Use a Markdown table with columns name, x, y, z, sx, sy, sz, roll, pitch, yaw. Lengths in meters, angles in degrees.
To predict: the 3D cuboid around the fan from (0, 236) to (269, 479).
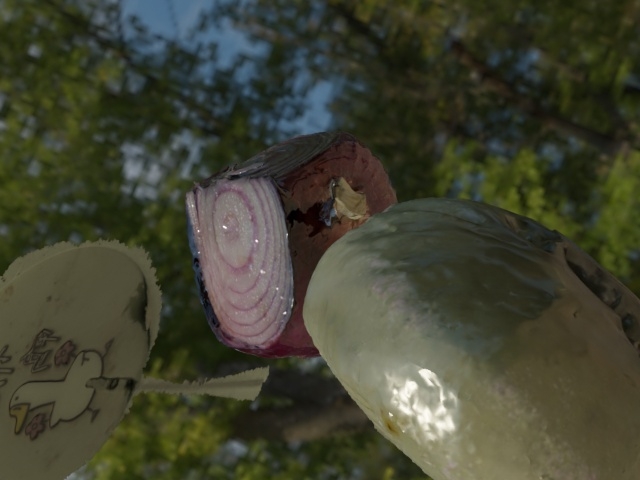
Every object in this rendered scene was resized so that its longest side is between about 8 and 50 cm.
| name | x | y | z | sx | sy | sz | roll | pitch | yaw |
| --- | --- | --- | --- | --- | --- | --- | --- | --- | --- |
| fan | -0.160 | 0.110 | 1.246 | 0.415 | 0.012 | 0.233 | 14 | -74 | -60 |

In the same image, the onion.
| name | x | y | z | sx | sy | sz | roll | pitch | yaw |
| --- | --- | --- | --- | --- | --- | --- | --- | --- | --- |
| onion | -0.013 | 0.005 | 1.851 | 0.230 | 0.272 | 0.256 | -8 | -67 | -43 |

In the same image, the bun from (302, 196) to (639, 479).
| name | x | y | z | sx | sy | sz | roll | pitch | yaw |
| --- | --- | --- | --- | --- | --- | --- | --- | --- | --- |
| bun | 0.112 | 0.077 | 0.975 | 0.168 | 0.273 | 0.273 | -48 | -17 | 7 |
